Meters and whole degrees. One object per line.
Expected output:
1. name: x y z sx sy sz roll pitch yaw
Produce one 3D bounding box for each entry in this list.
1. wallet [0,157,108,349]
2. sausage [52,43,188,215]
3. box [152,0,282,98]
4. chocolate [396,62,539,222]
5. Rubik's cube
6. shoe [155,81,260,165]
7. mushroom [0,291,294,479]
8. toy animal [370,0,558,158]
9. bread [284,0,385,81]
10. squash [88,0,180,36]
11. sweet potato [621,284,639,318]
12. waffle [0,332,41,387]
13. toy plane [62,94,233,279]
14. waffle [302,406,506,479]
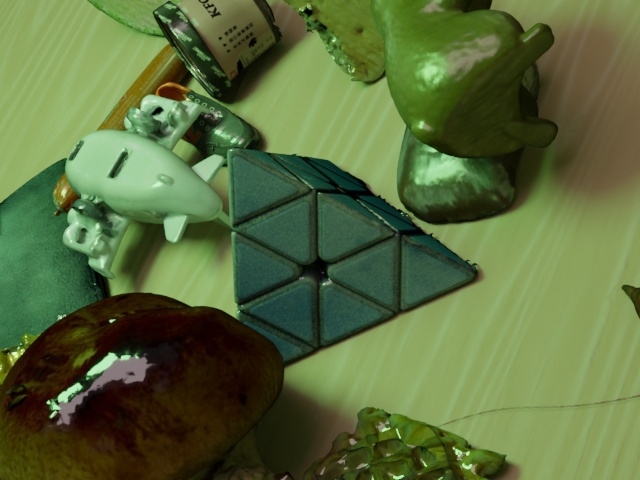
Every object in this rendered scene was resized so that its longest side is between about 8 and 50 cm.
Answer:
1. wallet: -0.391 0.050 1.871 0.191 0.046 0.379 -32 43 9
2. sausage: -0.281 -0.167 1.927 0.053 0.053 0.347 9 55 40
3. box: -0.139 -0.296 1.891 0.135 0.151 0.151 -35 43 -5
4. chocolate: 0.164 -0.146 1.593 0.157 0.080 0.254 -6 55 33
5. Rubik's cube: 0.002 0.001 1.558 0.233 0.229 0.228 -19 80 -27
6. shoe: -0.162 -0.164 1.848 0.074 0.077 0.194 -51 43 -9
7. mushroom: -0.193 0.203 1.466 0.346 0.259 0.345 -24 16 8
8. toy animal: 0.143 -0.254 1.515 0.180 0.181 0.363 -20 52 5
9. bread: 0.043 -0.332 1.716 0.182 0.251 0.039 -37 23 12
10. squash: -0.234 -0.522 2.030 0.310 0.310 0.308 11 60 41
11. sweet potato: 0.335 0.067 1.334 0.049 0.049 0.117 -46 33 -3
12. waffle: -0.387 0.244 1.672 0.312 0.060 0.307 4 68 23
13. toy plane: -0.231 -0.074 1.771 0.267 0.122 0.266 -13 58 22
14. waffle: 0.062 0.271 1.362 0.223 0.054 0.204 15 68 42
